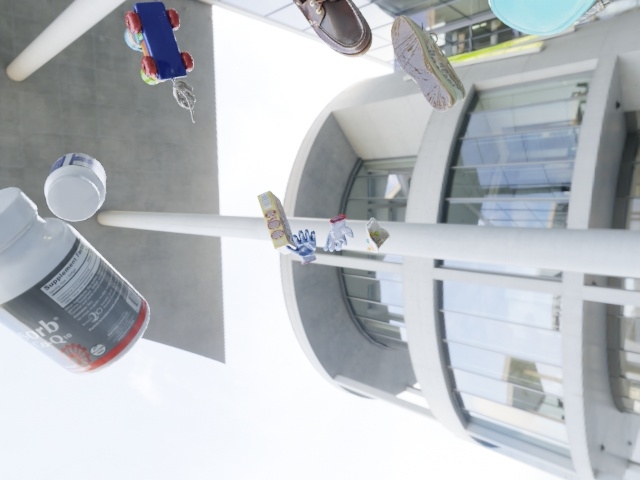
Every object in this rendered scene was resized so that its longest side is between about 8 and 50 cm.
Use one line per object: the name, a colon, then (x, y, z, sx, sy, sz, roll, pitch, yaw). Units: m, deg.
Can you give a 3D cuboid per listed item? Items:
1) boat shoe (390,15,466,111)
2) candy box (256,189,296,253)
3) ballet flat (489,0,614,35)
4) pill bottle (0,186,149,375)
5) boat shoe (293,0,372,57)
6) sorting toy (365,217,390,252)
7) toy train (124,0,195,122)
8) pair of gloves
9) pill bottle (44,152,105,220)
boat shoe: (0.296, -0.492, 1.198, 0.089, 0.105, 0.285, -34, -85, -25)
candy box: (-0.137, -0.055, 1.376, 0.109, 0.053, 0.186, 42, -155, -73)
ballet flat: (0.230, -0.306, 0.235, 0.181, 0.164, 0.483, -61, -3, 0)
pill bottle: (-0.528, 0.087, 0.848, 0.210, 0.210, 0.362, -53, -45, -29)
boat shoe: (-0.001, -0.369, 0.668, 0.073, 0.207, 0.073, -43, -16, 14)
sorting toy: (0.142, -0.018, 1.150, 0.083, 0.045, 0.075, -43, -62, -48)
toy train: (-0.354, -0.373, 0.957, 0.105, 0.144, 0.247, -26, -71, -34)
pair of gloves: (0.000, 0.000, 1.220, 0.199, 0.023, 0.159, -19, -35, -7)
pill bottle: (-0.714, -0.158, 1.267, 0.153, 0.265, 0.153, -10, -64, -21)
